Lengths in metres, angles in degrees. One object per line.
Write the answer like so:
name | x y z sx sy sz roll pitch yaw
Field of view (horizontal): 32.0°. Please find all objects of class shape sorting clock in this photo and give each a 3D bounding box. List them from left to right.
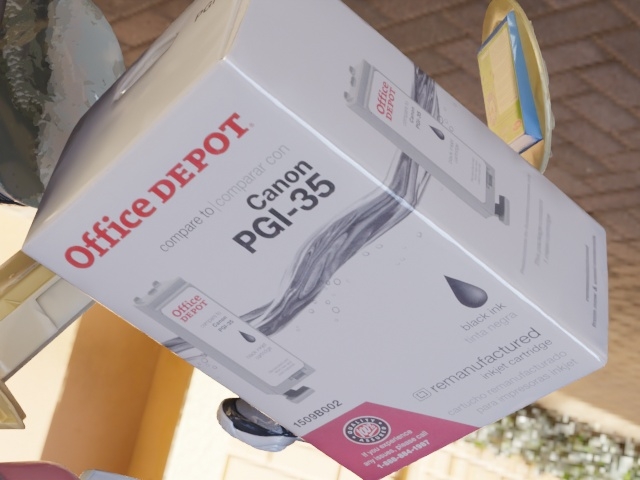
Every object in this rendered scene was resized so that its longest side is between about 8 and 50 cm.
shape sorting clock | 0.216 -0.167 1.231 0.040 0.206 0.206 -7 163 -6

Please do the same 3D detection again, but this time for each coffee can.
coffee can | -0.347 -0.134 1.034 0.275 0.201 0.201 4 160 29

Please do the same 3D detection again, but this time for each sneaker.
sneaker | -0.019 0.250 1.732 0.269 0.101 0.153 12 121 -10

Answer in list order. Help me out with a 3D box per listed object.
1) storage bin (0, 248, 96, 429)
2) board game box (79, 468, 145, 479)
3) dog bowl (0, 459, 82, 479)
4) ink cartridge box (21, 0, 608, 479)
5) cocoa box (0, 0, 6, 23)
storage bin | -0.317 0.084 1.277 0.260 0.262 0.123 -12 117 53
board game box | -0.130 0.424 0.985 0.050 0.389 0.390 -6 159 25
dog bowl | -0.150 0.285 0.521 0.150 0.407 0.408 -14 173 -25
ink cartridge box | 0.000 0.000 0.662 0.283 0.117 0.207 37 130 -22
cocoa box | -0.298 -0.212 0.636 0.232 0.347 0.227 5 119 -13
